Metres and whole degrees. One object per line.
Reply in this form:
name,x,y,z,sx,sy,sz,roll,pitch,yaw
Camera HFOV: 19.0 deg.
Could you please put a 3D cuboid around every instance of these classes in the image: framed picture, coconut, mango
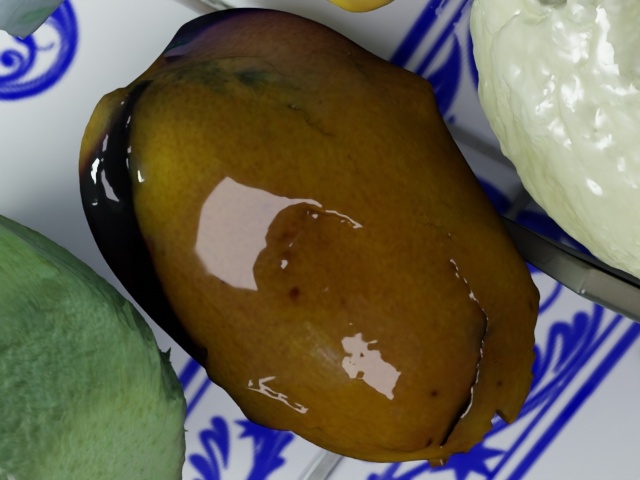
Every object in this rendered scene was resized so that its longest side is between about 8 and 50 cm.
framed picture,0.244,0.062,1.104,0.289,0.211,0.020,24,94,-13
coconut,-0.236,0.115,1.108,0.328,0.281,0.328,32,152,19
mango,0.000,0.000,1.067,0.201,0.152,0.287,-36,95,7

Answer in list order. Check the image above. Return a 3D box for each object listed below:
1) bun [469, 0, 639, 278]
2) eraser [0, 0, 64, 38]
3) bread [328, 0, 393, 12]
bun,0.200,-0.132,0.924,0.227,0.352,0.349,13,84,-24
eraser,-0.121,-0.238,0.959,0.227,0.174,0.081,-44,153,24
bread,0.006,-0.211,1.009,0.173,0.085,0.134,38,111,-18
